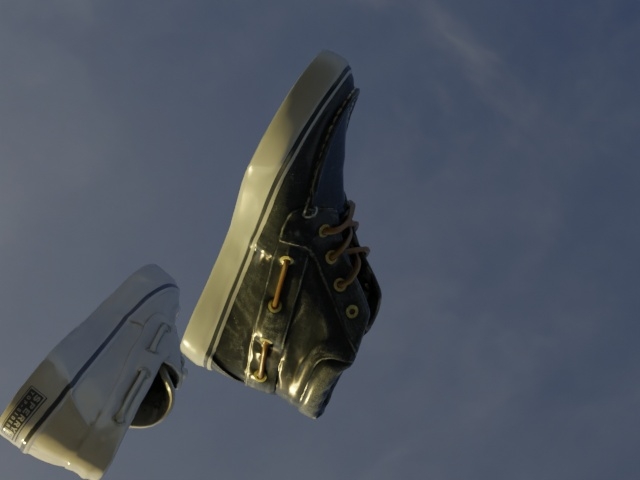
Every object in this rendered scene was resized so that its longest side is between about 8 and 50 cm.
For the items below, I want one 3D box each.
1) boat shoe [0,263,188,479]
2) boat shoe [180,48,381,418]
[{"bbox_3d":[-0.138,0.094,0.934,0.084,0.258,0.095,37,-67,-1],"label":"boat shoe"},{"bbox_3d":[0.000,0.000,0.663,0.083,0.065,0.183,27,-61,7],"label":"boat shoe"}]
